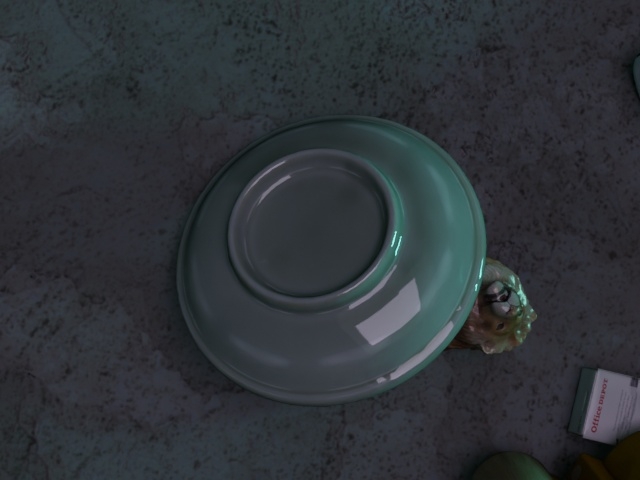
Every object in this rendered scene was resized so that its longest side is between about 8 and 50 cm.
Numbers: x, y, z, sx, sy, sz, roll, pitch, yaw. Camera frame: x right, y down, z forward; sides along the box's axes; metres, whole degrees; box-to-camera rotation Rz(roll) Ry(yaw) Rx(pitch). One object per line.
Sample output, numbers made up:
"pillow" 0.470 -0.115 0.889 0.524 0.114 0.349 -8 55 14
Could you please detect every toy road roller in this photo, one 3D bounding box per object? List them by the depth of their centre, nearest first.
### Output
"toy road roller" 0.384 0.343 1.559 0.330 0.202 0.240 27 98 -12

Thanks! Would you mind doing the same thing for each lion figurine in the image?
"lion figurine" 0.073 0.117 1.579 0.392 0.142 0.240 -32 103 5

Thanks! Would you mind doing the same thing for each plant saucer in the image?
"plant saucer" 0.000 0.000 1.467 0.401 0.100 0.400 -6 64 12

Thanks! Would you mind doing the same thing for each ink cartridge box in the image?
"ink cartridge box" 0.425 0.238 1.663 0.135 0.056 0.099 15 86 -10

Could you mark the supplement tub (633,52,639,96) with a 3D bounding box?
"supplement tub" 0.545 -0.247 1.661 0.190 0.117 0.117 -25 94 -10
